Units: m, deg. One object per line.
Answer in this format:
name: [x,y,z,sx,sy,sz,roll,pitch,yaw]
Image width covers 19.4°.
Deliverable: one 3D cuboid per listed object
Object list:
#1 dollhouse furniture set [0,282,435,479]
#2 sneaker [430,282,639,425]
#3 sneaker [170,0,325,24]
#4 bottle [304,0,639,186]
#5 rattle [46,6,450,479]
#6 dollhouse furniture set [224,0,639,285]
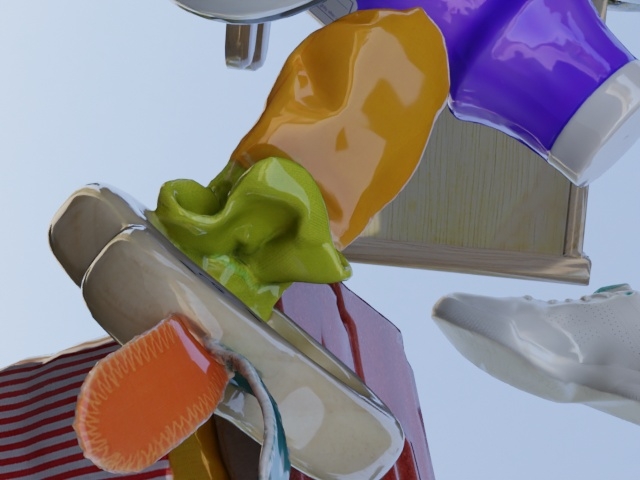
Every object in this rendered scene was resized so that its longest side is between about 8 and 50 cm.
dollhouse furniture set: [-0.046,0.206,0.666,0.201,0.152,0.374,-19,-112,17]
sneaker: [0.186,0.065,1.335,0.094,0.212,0.080,-64,157,-19]
sneaker: [0.072,-0.293,0.768,0.169,0.447,0.257,53,-1,32]
bottle: [0.048,-0.142,0.944,0.283,0.118,0.092,43,-35,15]
rattle: [0.000,0.000,0.521,0.130,0.143,0.199,56,0,6]
dollhouse furniture set: [0.108,-0.121,1.329,0.394,0.362,0.256,-50,146,-84]
